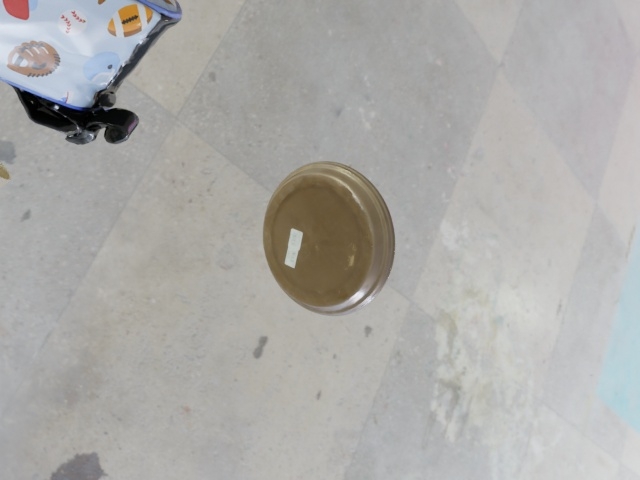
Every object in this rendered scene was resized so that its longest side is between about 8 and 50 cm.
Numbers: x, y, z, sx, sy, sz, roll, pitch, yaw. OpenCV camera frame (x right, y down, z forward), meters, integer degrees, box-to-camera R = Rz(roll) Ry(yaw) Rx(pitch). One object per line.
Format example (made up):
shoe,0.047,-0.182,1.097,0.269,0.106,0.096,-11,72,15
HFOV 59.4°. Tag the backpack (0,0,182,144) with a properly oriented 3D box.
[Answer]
backpack,-0.230,-0.221,0.331,0.276,0.213,0.263,52,27,21

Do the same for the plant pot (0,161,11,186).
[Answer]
plant pot,-0.910,-0.178,1.302,0.191,0.284,0.284,-45,120,-7

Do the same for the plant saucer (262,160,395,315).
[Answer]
plant saucer,0.000,0.000,0.989,0.041,0.278,0.277,-12,99,-55
